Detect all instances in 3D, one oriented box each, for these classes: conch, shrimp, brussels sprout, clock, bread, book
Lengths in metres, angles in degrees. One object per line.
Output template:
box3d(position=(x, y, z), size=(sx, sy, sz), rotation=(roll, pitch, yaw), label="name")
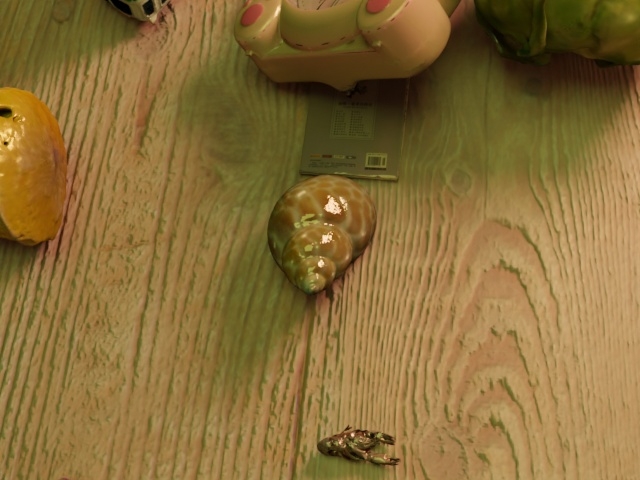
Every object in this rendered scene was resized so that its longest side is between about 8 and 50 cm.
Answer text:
box3d(position=(-0.001, -0.015, 1.109), size=(0.116, 0.106, 0.173), rotation=(46, 65, 3), label="conch")
box3d(position=(0.044, 0.221, 1.043), size=(0.092, 0.029, 0.038), rotation=(10, 61, 6), label="shrimp")
box3d(position=(0.316, -0.309, 1.117), size=(0.259, 0.227, 0.294), rotation=(11, 32, 17), label="brussels sprout")
box3d(position=(0.063, -0.333, 1.178), size=(0.284, 0.114, 0.309), rotation=(5, 61, 43), label="clock")
box3d(position=(-0.391, -0.085, 1.144), size=(0.170, 0.197, 0.197), rotation=(-2, 67, 14), label="bread")
box3d(position=(0.045, -0.160, 1.208), size=(0.127, 0.014, 0.182), rotation=(4, 68, 9), label="book")

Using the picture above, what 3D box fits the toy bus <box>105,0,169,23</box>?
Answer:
box3d(position=(-0.206, -0.434, 1.275), size=(0.133, 0.165, 0.276), rotation=(34, 75, 21), label="toy bus")

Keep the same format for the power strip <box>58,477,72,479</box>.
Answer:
box3d(position=(-0.306, 0.386, 1.012), size=(0.109, 0.037, 0.279), rotation=(30, 74, 18), label="power strip")
